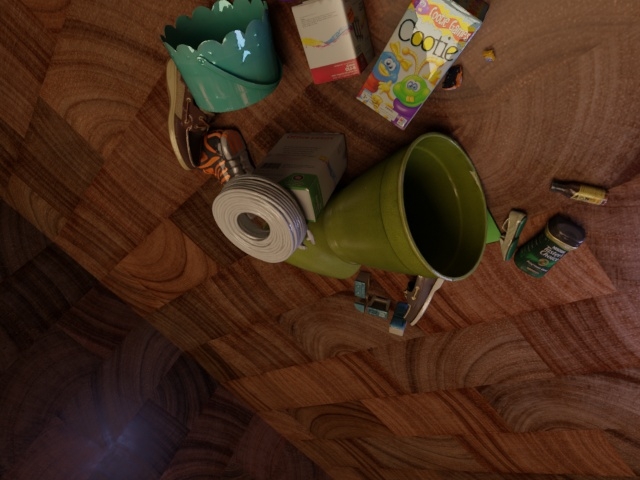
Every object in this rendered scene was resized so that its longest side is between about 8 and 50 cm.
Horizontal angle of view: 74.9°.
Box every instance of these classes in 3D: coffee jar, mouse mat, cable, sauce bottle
[{"bbox_3d":[0.629,0.018,1.153,0.096,0.079,0.184,28,136,3],"label":"coffee jar"},{"bbox_3d":[0.437,-0.054,1.247,0.152,0.007,0.190,-17,120,39],"label":"mouse mat"},{"bbox_3d":[-0.165,-0.053,1.117,0.256,0.089,0.257,2,132,28],"label":"cable"},{"bbox_3d":[0.644,-0.121,1.046,0.128,0.042,0.042,17,135,18],"label":"sauce bottle"}]

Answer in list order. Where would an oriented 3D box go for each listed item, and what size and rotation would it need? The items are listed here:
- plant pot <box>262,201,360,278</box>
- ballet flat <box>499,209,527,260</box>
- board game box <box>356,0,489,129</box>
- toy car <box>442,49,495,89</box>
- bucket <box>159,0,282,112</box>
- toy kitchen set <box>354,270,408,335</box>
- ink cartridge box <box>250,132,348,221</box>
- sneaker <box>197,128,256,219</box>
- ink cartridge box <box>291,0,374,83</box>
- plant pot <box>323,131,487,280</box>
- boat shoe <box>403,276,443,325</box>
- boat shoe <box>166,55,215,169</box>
[{"bbox_3d":[0.000,0.000,1.383,0.274,0.275,0.293,-22,132,40],"label":"plant pot"},{"bbox_3d":[0.544,-0.017,1.199,0.052,0.057,0.168,37,140,35],"label":"ballet flat"},{"bbox_3d":[0.221,-0.418,0.936,0.142,0.144,0.275,34,136,-2],"label":"board game box"},{"bbox_3d":[0.344,-0.383,0.966,0.121,0.060,0.040,-10,156,43],"label":"toy car"},{"bbox_3d":[-0.236,-0.468,1.057,0.280,0.281,0.183,9,141,22],"label":"bucket"},{"bbox_3d":[0.223,0.228,1.539,0.206,0.122,0.166,13,134,18],"label":"toy kitchen set"},{"bbox_3d":[-0.061,-0.191,1.202,0.201,0.278,0.117,8,135,23],"label":"ink cartridge box"},{"bbox_3d":[-0.320,-0.225,1.445,0.179,0.124,0.322,4,120,32],"label":"sneaker"},{"bbox_3d":[0.035,-0.488,0.985,0.127,0.128,0.176,0,129,29],"label":"ink cartridge box"},{"bbox_3d":[0.202,-0.063,1.153,0.352,0.367,0.367,-11,123,49],"label":"plant pot"},{"bbox_3d":[0.342,0.162,1.423,0.096,0.117,0.325,26,133,12],"label":"boat shoe"},{"bbox_3d":[-0.386,-0.386,1.283,0.123,0.123,0.343,4,106,8],"label":"boat shoe"}]
